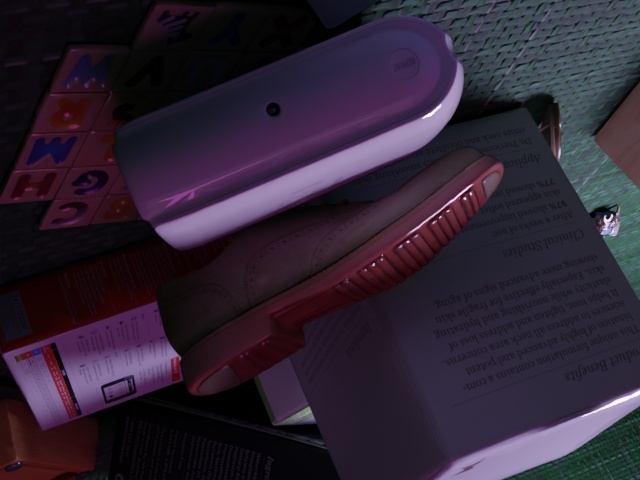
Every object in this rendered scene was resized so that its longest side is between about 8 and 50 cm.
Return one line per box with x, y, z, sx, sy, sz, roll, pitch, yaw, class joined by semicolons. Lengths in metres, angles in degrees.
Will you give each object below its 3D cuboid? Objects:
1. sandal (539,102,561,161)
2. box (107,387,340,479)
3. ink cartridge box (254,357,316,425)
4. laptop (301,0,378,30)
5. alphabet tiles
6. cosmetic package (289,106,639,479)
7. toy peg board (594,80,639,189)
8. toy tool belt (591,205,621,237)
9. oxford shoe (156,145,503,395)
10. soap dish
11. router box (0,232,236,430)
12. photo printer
0.289;-0.122;1.346;0.049;0.072;0.180;1;159;-6;sandal
-0.028;0.432;1.680;0.472;0.297;0.480;5;176;33;box
0.000;0.173;1.526;0.115;0.198;0.273;-33;157;19;ink cartridge box
0.160;-0.251;0.655;0.408;0.236;0.382;-30;158;9;laptop
-0.146;-0.111;0.963;0.285;0.011;0.342;-8;153;-38;alphabet tiles
0.159;0.102;1.265;0.330;0.393;0.327;-14;156;-23;cosmetic package
0.498;-0.145;1.396;0.079;0.160;0.161;-32;164;-26;toy peg board
0.520;-0.038;1.813;0.083;0.052;0.051;-6;121;-46;toy tool belt
0.000;0.000;1.029;0.397;0.146;0.140;-32;159;1;oxford shoe
-0.483;0.324;1.471;0.229;0.118;0.291;-27;160;5;soap dish
-0.250;0.118;1.289;0.301;0.082;0.335;-19;158;-16;router box
-0.019;-0.096;0.907;0.308;0.107;0.256;-23;177;-5;photo printer
